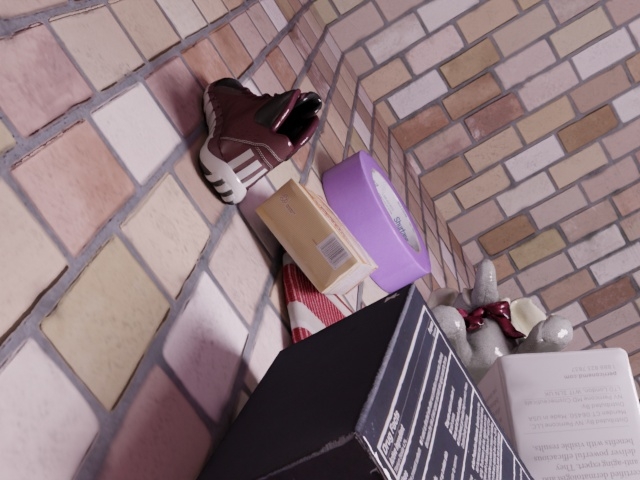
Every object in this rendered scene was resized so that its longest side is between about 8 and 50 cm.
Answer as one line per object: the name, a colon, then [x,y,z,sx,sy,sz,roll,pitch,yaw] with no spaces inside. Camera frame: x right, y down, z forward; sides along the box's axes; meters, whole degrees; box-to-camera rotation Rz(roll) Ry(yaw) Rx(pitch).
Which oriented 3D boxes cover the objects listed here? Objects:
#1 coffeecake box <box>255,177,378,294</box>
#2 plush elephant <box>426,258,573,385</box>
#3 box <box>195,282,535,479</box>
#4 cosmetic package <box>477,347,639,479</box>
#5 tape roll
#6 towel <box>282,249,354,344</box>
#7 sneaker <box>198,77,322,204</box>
coffeecake box: [0.000,0.000,1.169,0.142,0.068,0.185,51,6,10]
plush elephant: [0.328,0.167,1.681,0.330,0.271,0.256,86,5,-48]
box: [0.064,0.241,0.749,0.294,0.182,0.296,59,21,-8]
cosmetic package: [0.291,0.376,0.971,0.230,0.161,0.454,96,-9,-64]
tape roll: [0.112,-0.037,1.660,0.275,0.090,0.275,54,17,-24]
towel: [0.031,0.181,1.089,0.237,0.037,0.329,48,17,-33]
sneaker: [-0.071,-0.166,1.142,0.106,0.162,0.281,51,18,-33]
